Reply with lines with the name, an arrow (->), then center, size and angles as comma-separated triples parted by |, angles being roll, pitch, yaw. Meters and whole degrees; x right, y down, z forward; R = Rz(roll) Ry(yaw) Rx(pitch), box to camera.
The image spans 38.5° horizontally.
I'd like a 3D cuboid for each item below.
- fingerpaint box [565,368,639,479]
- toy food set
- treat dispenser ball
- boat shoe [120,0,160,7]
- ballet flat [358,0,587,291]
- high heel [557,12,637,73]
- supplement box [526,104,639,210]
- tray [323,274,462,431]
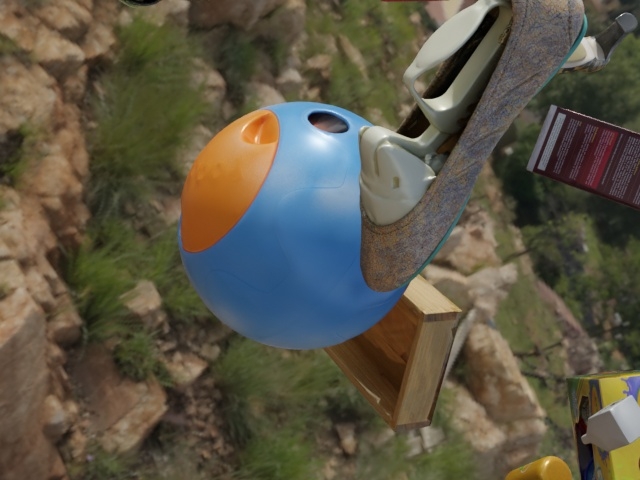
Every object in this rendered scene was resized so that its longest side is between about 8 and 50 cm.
fingerpaint box -> 0.605, 0.477, 1.769 | 0.371, 0.163, 0.445 | 54, 30, -81
toy food set -> 0.298, 0.244, 0.967 | 0.232, 0.104, 0.111 | -22, 76, -33
treat dispenser ball -> -0.023, -0.017, 1.074 | 0.288, 0.288, 0.288 | 38, 37, -36
boat shoe -> -0.257, -0.391, 1.327 | 0.109, 0.305, 0.091 | 36, 64, -56
ballet flat -> 0.097, -0.098, 0.791 | 0.106, 0.316, 0.107 | 20, 19, -35
high heel -> 0.452, -0.337, 1.738 | 0.186, 0.261, 0.093 | 122, -54, -72
supplement box -> 0.512, -0.147, 1.665 | 0.239, 0.130, 0.073 | 23, 11, 16
tray -> 0.067, 0.105, 1.500 | 0.076, 0.203, 0.411 | -2, 26, -28
